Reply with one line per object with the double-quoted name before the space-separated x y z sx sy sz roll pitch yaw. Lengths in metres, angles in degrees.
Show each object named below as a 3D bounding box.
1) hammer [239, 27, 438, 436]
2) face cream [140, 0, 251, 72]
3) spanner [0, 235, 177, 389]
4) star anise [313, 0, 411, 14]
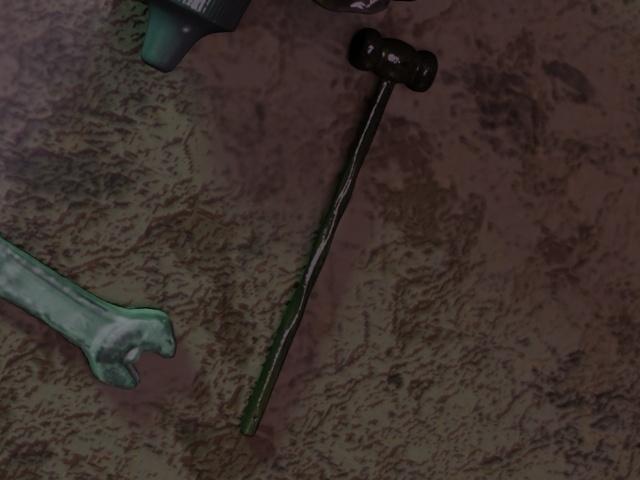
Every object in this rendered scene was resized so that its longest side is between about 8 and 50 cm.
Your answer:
"hammer" 0.000 0.000 1.293 0.058 0.029 0.292 19 99 -23
"face cream" -0.034 -0.246 1.174 0.092 0.092 0.311 26 94 -25
"spanner" -0.219 0.009 1.214 0.302 0.017 0.071 35 91 -25
"star anise" 0.060 -0.227 1.157 0.099 0.220 0.214 38 109 15
